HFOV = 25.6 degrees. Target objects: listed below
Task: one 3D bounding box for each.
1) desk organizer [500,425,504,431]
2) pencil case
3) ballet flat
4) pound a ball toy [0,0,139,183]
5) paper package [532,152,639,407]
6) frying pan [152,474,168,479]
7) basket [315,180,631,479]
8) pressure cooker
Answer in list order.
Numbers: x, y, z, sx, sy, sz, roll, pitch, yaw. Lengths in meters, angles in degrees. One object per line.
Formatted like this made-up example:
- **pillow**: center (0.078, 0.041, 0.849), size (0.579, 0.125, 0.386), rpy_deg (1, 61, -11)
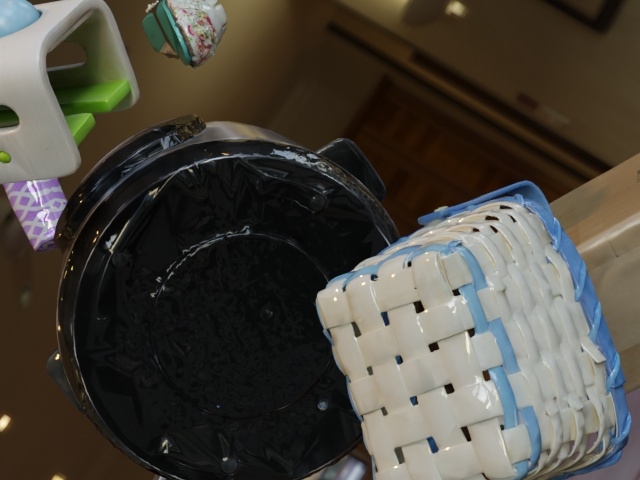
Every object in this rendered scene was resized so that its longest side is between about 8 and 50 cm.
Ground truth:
- **desk organizer**: center (0.256, 0.176, 1.711), size (0.047, 0.050, 0.130), rpy_deg (143, 143, -67)
- **pencil case**: center (-0.454, -0.082, 2.236), size (0.086, 0.206, 0.088), rpy_deg (-24, -8, 9)
- **ballet flat**: center (-0.148, -0.248, 1.595), size (0.077, 0.091, 0.241), rpy_deg (-25, 18, -10)
- **pound a ball toy**: center (-0.316, -0.148, 1.205), size (0.208, 0.319, 0.135), rpy_deg (-60, -41, -51)
- **paper package**: center (0.364, 0.018, 1.561), size (0.309, 0.168, 0.325), rpy_deg (-30, 7, 13)
- **frying pan**: center (-0.189, 0.326, 1.773), size (0.326, 0.053, 0.197), rpy_deg (-64, 22, -6)
- **basket**: center (0.140, 0.082, 1.125), size (0.201, 0.254, 0.289), rpy_deg (-24, -9, 39)
- **pressure cooker**: center (-0.110, 0.056, 1.543), size (0.420, 0.370, 0.375), rpy_deg (-136, 52, -78)
